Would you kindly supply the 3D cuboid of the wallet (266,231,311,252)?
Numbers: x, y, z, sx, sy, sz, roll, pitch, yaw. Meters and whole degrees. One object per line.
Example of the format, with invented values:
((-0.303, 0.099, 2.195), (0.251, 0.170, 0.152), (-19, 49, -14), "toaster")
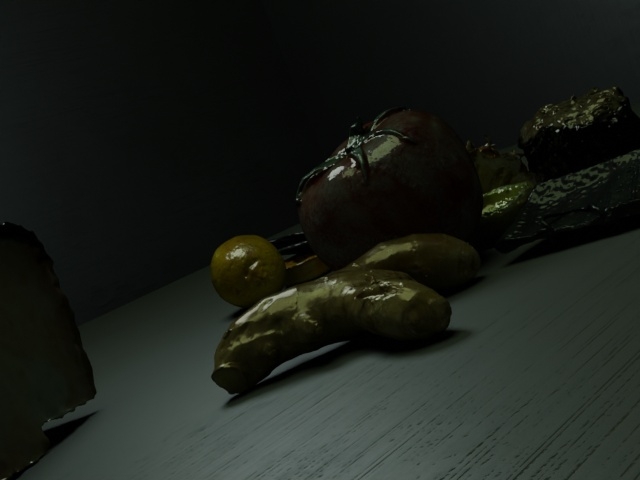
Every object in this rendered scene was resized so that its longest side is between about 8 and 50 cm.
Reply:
((0.000, 0.000, 2.429), (0.191, 0.046, 0.379), (-17, -7, 26), "wallet")

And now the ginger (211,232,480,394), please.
((0.038, 0.082, 1.357), (0.348, 0.122, 0.363), (-11, 18, 19), "ginger")

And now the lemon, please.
((-0.161, 0.068, 2.136), (0.170, 0.170, 0.207), (-22, 10, -2), "lemon")

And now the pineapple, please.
((0.330, -0.099, 1.916), (0.186, 0.237, 0.114), (-70, 16, -13), "pineapple")

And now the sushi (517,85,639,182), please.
((0.530, -0.206, 1.957), (0.211, 0.170, 0.350), (-21, 8, -3), "sushi")

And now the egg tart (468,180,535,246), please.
((0.313, -0.042, 1.755), (0.197, 0.078, 0.197), (-24, 6, 3), "egg tart")

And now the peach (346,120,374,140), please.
((0.180, -0.120, 2.070), (0.308, 0.307, 0.332), (-19, -13, 32), "peach")

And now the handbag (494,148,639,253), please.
((0.403, -0.048, 1.447), (0.270, 0.088, 0.175), (-19, 13, 31), "handbag")

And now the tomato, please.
((0.118, -0.072, 1.626), (0.317, 0.282, 0.316), (-36, 14, 10), "tomato")

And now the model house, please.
((-0.638, 0.201, 1.467), (0.400, 0.394, 0.445), (-23, 1, 13), "model house")

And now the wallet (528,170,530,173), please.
((0.551, -0.158, 2.224), (0.247, 0.041, 0.323), (-26, 12, -29), "wallet")

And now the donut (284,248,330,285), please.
((-0.038, 0.063, 2.267), (0.152, 0.058, 0.152), (-22, 6, 2), "donut")
